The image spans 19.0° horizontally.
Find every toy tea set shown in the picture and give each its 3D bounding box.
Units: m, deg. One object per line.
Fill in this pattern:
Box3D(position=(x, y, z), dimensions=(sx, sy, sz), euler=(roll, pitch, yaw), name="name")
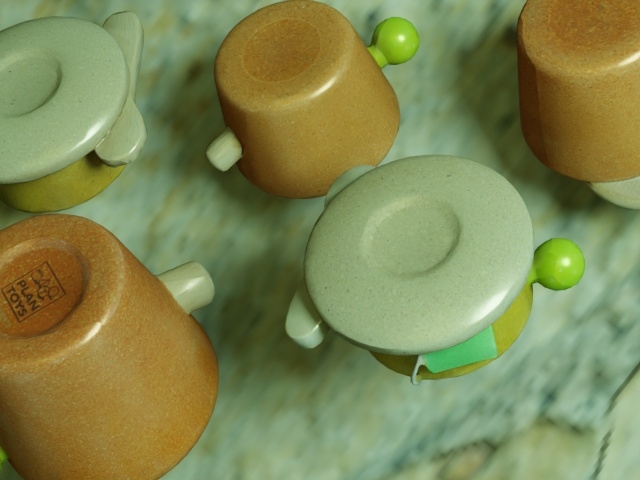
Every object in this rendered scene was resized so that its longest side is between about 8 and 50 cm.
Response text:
Box3D(position=(0.000, 0.000, 0.775), dimensions=(0.336, 0.124, 0.200), euler=(-6, 54, 14), name="toy tea set")
